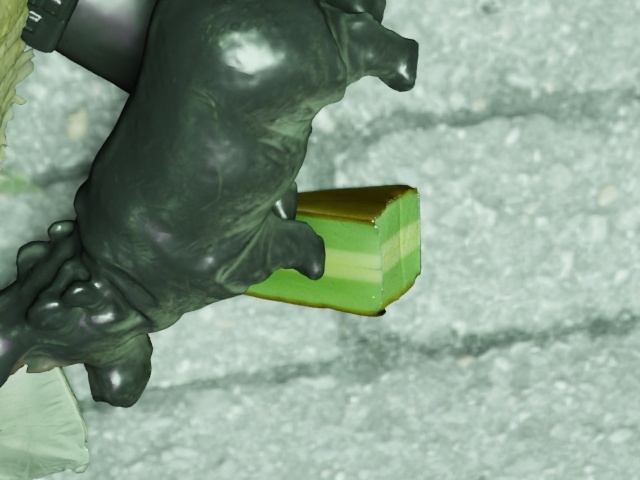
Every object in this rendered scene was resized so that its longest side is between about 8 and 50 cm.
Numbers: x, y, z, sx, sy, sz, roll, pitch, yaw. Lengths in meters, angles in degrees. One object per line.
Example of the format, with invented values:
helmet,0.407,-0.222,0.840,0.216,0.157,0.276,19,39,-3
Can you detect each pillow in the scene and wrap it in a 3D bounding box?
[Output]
pillow,-0.273,0.121,0.849,0.229,0.051,0.128,-13,108,-2

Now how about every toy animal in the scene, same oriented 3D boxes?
toy animal,-0.084,-0.013,0.756,0.168,0.106,0.343,25,113,-35

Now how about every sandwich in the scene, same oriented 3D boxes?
sandwich,0.000,0.000,0.870,0.117,0.074,0.074,8,114,23

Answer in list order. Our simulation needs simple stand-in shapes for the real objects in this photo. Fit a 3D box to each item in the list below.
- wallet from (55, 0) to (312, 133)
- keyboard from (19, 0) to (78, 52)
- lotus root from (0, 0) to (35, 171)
wallet,-0.133,-0.203,0.749,0.378,0.051,0.197,30,106,-20
keyboard,-0.202,-0.176,0.700,0.381,0.041,0.103,22,123,-18
lotus root,-0.249,-0.077,0.727,0.170,0.074,0.260,24,135,-10
